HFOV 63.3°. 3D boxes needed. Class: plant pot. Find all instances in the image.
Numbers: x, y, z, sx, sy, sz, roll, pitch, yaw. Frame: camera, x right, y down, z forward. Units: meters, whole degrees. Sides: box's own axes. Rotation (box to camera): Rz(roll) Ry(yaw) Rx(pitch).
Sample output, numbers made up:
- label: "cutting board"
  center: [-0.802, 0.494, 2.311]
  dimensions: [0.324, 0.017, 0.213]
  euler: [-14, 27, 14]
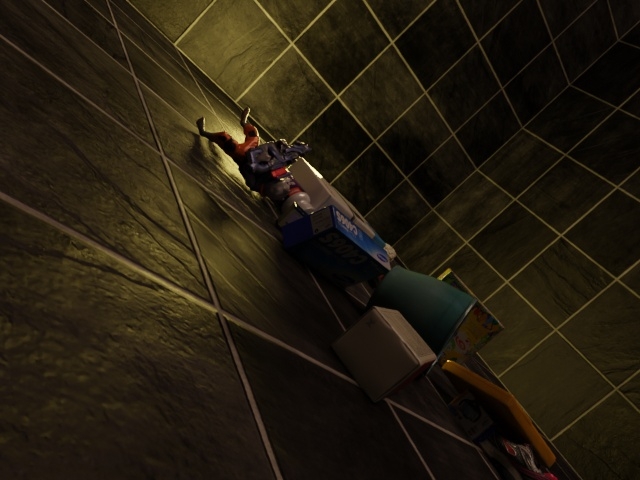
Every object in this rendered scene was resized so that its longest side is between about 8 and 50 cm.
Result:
- label: "plant pot"
  center: [0.285, 0.214, 1.550]
  dimensions: [0.255, 0.272, 0.271]
  euler: [35, 4, 19]

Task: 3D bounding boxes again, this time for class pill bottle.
- label: "pill bottle"
  center: [-0.101, -0.140, 1.716]
  dimensions: [0.193, 0.108, 0.108]
  euler: [51, 10, 29]

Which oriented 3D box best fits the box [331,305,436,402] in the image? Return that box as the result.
- label: "box"
  center: [0.144, 0.241, 1.122]
  dimensions: [0.149, 0.127, 0.232]
  euler: [51, 10, 21]

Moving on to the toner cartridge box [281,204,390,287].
- label: "toner cartridge box"
  center: [0.054, 0.028, 1.481]
  dimensions: [0.348, 0.165, 0.075]
  euler: [35, 40, -51]

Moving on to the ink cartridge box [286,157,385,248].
- label: "ink cartridge box"
  center: [0.032, -0.094, 1.955]
  dimensions: [0.395, 0.166, 0.285]
  euler: [37, 12, -45]

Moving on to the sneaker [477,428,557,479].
- label: "sneaker"
  center: [0.537, 0.596, 1.468]
  dimensions: [0.121, 0.112, 0.299]
  euler: [38, 12, -45]

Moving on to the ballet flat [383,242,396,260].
- label: "ballet flat"
  center: [0.250, 0.062, 2.547]
  dimensions: [0.409, 0.147, 0.147]
  euler: [32, 17, -50]

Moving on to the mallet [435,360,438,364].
- label: "mallet"
  center: [0.344, 0.392, 1.727]
  dimensions: [0.062, 0.039, 0.189]
  euler: [51, 13, 24]

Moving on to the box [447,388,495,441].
- label: "box"
  center: [0.436, 0.505, 1.489]
  dimensions: [0.028, 0.081, 0.136]
  euler: [38, 12, -45]

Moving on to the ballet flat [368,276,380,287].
- label: "ballet flat"
  center: [0.202, 0.105, 2.069]
  dimensions: [0.049, 0.057, 0.173]
  euler: [-37, 119, -64]

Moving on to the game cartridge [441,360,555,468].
- label: "game cartridge"
  center: [0.534, 0.516, 1.578]
  dimensions: [0.324, 0.052, 0.285]
  euler: [54, -15, -25]

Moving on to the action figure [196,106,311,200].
- label: "action figure"
  center: [-0.193, -0.265, 1.651]
  dimensions: [0.330, 0.178, 0.341]
  euler: [54, 35, 12]

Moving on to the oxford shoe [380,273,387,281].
- label: "oxford shoe"
  center: [0.191, 0.083, 2.255]
  dimensions: [0.271, 0.097, 0.098]
  euler: [47, -12, -27]

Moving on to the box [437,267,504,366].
- label: "box"
  center: [0.505, 0.311, 2.041]
  dimensions: [0.290, 0.279, 0.177]
  euler: [49, 9, 7]

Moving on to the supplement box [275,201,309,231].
- label: "supplement box"
  center: [-0.074, -0.051, 1.527]
  dimensions: [0.083, 0.083, 0.056]
  euler: [44, 9, -17]
